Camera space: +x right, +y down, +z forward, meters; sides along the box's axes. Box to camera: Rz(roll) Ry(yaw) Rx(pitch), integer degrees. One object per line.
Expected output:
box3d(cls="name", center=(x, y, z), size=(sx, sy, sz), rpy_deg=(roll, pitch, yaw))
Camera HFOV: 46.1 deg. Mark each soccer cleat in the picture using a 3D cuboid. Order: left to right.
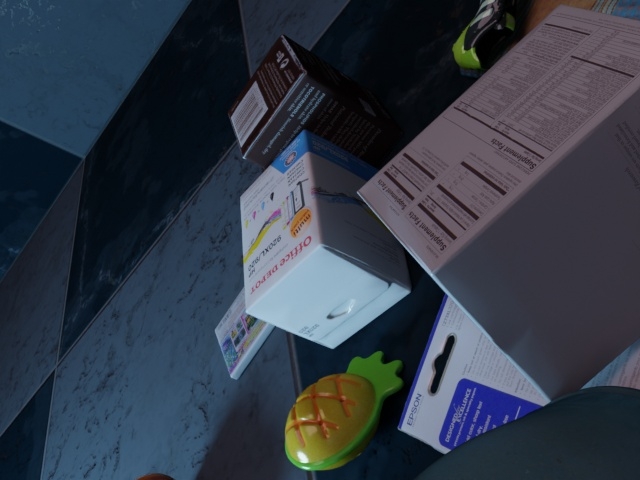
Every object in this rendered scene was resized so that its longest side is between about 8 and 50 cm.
box3d(cls="soccer cleat", center=(0.239, -0.309, 1.000), size=(0.072, 0.060, 0.179), rpy_deg=(38, 108, 51))

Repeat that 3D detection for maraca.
box3d(cls="maraca", center=(0.030, 0.214, 0.957), size=(0.186, 0.099, 0.127), rpy_deg=(-44, 32, -17))

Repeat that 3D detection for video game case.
box3d(cls="video game case", center=(-0.126, 0.141, 1.322), size=(0.157, 0.019, 0.143), rpy_deg=(-55, 32, 14))

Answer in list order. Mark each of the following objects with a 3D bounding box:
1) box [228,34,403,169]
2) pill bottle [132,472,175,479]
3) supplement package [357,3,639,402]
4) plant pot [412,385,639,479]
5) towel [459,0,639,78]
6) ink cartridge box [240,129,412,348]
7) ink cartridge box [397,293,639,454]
box3d(cls="box", center=(-0.014, -0.190, 1.212), size=(0.167, 0.203, 0.168), rpy_deg=(-52, 33, 19))
box3d(cls="pill bottle", center=(-0.231, 0.449, 1.152), size=(0.216, 0.121, 0.121), rpy_deg=(8, 75, 59))
box3d(cls="supplement package", center=(0.214, -0.038, 0.677), size=(0.263, 0.199, 0.198), rpy_deg=(-43, 27, 5))
box3d(cls="plant pot", center=(0.141, 0.255, 0.507), size=(0.272, 0.255, 0.271), rpy_deg=(9, 101, 56))
box3d(cls="towel", center=(0.338, -0.313, 0.926), size=(0.271, 0.040, 0.370), rpy_deg=(-63, 30, 1))
box3d(cls="ink cartridge box", center=(0.000, 0.000, 1.083), size=(0.171, 0.168, 0.232), rpy_deg=(-42, 38, 31))
box3d(cls="ink cartridge box", center=(0.232, 0.159, 0.714), size=(0.371, 0.069, 0.175), rpy_deg=(11, 78, 56))
